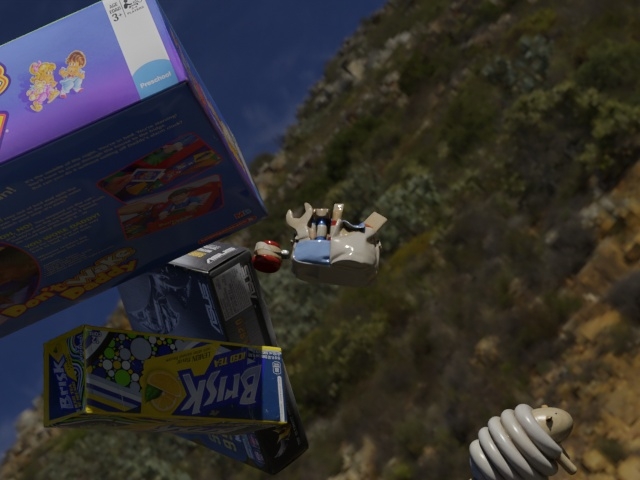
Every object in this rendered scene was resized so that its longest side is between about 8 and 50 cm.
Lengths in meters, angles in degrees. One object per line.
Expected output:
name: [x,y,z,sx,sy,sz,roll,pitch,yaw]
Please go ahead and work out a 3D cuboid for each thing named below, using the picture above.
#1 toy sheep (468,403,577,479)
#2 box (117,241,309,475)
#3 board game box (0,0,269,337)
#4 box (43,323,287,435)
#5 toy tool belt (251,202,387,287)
toy sheep: [0.192,0.211,1.102,0.132,0.091,0.091,-41,-27,7]
box: [-0.116,0.108,1.138,0.056,0.183,0.231,-32,-62,-36]
board game box: [-0.228,-0.017,0.771,0.347,0.078,0.233,-24,-22,0]
box: [-0.103,0.099,0.771,0.169,0.059,0.054,11,-24,-42]
toy tool belt: [0.000,0.000,0.737,0.052,0.083,0.051,88,-169,-59]
